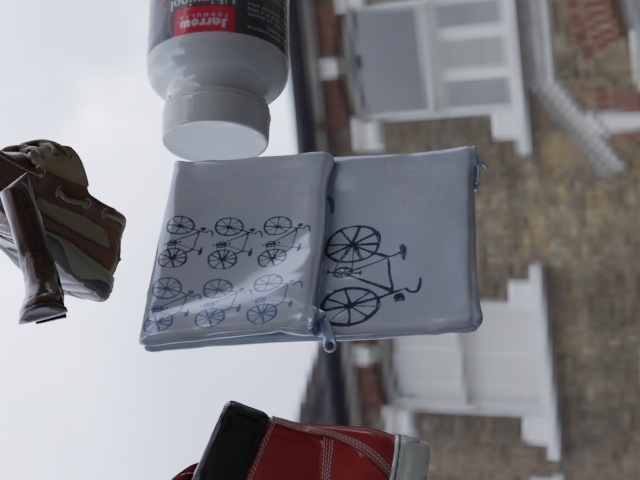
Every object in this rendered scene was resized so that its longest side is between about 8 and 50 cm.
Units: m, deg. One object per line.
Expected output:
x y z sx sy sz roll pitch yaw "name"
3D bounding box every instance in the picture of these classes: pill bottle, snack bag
-0.125 -0.262 2.079 0.176 0.176 0.318 29 -126 -50 "pill bottle"
0.000 0.000 1.725 0.323 0.342 0.037 -84 -11 -54 "snack bag"

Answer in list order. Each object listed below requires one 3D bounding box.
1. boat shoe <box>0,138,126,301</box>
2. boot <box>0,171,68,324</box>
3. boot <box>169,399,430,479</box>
-0.301 -0.049 1.723 0.116 0.123 0.324 -66 -29 -16 "boat shoe"
-0.216 0.004 1.248 0.106 0.037 0.114 143 115 -81 "boot"
-0.034 0.238 1.144 0.088 0.176 0.244 106 175 -83 "boot"
